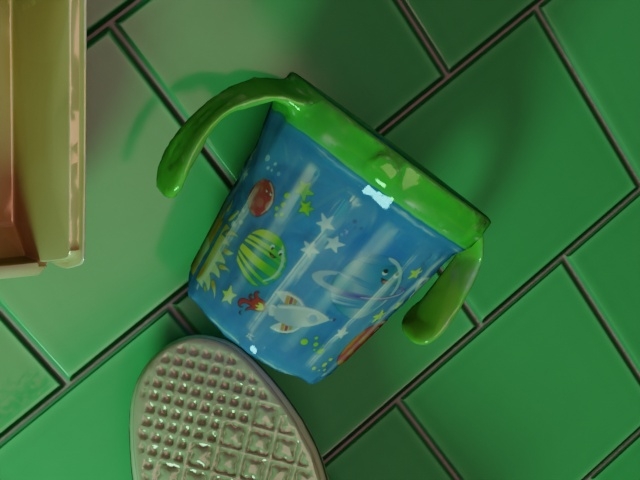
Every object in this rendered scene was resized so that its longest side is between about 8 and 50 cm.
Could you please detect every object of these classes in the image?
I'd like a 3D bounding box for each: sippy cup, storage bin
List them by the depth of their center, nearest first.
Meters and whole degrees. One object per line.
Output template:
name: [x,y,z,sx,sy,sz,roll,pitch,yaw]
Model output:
storage bin: [-0.334,-0.087,0.796,0.262,0.123,0.261,-6,103,-42]
sippy cup: [0.000,0.000,0.931,0.305,0.240,0.224,38,97,2]

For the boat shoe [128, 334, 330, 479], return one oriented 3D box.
boat shoe: [-0.046,0.326,1.007,0.186,0.156,0.500,-28,96,-7]
